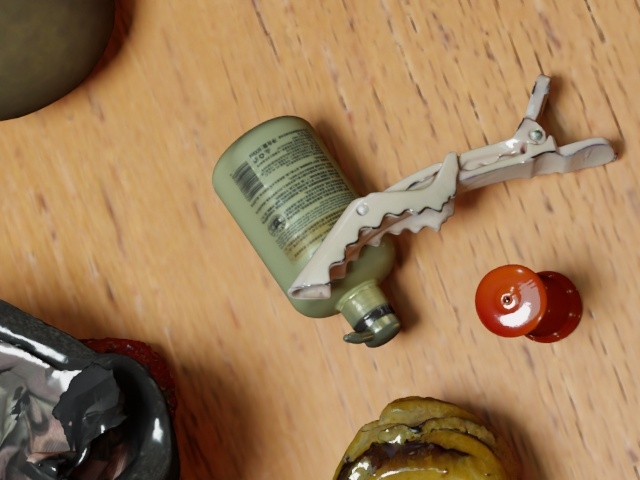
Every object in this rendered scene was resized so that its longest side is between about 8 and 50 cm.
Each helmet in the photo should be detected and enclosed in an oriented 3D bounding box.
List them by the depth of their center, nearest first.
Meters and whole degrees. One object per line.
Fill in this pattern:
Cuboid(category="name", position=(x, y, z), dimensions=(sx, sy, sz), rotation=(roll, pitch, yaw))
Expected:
Cuboid(category="helmet", position=(-0.208, 0.145, 1.049), dimensions=(0.253, 0.198, 0.154), rotation=(7, 123, 23))

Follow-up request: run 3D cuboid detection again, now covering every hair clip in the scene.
Cuboid(category="hair clip", position=(0.071, -0.034, 1.058), dimensions=(0.226, 0.034, 0.072), rotation=(-26, 68, -8))

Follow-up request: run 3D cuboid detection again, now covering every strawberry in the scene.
Cuboid(category="strawberry", position=(-0.149, 0.102, 1.160), dimensions=(0.096, 0.083, 0.083), rotation=(40, 101, 28))

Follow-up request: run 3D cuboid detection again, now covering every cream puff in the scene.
Cuboid(category="cream puff", position=(0.061, 0.161, 1.049), dimensions=(0.133, 0.104, 0.119), rotation=(-34, 105, 24))

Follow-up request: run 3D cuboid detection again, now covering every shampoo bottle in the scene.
Cuboid(category="shampoo bottle", position=(0.000, 0.000, 1.105), dimensions=(0.079, 0.079, 0.162), rotation=(-40, 72, 15))

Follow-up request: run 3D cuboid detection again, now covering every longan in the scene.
Cuboid(category="longan", position=(-0.231, -0.177, 1.188), dimensions=(0.185, 0.159, 0.204), rotation=(26, 56, 7))

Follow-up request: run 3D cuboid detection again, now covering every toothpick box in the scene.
Cuboid(category="toothpick box", position=(0.128, 0.039, 1.043), dimensions=(0.047, 0.083, 0.047), rotation=(-3, 84, 24))
